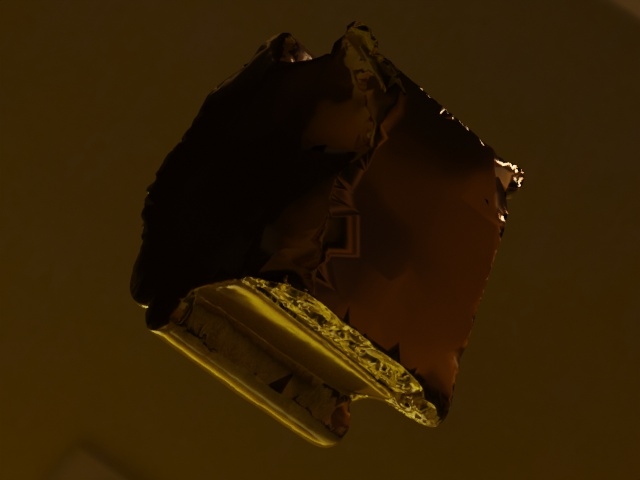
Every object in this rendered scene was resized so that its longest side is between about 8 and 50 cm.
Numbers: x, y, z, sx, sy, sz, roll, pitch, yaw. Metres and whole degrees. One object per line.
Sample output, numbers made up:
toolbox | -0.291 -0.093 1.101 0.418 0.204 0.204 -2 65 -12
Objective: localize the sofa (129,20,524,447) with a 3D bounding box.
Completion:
sofa | 0.000 0.000 1.379 0.182 0.200 0.258 -15 46 47
